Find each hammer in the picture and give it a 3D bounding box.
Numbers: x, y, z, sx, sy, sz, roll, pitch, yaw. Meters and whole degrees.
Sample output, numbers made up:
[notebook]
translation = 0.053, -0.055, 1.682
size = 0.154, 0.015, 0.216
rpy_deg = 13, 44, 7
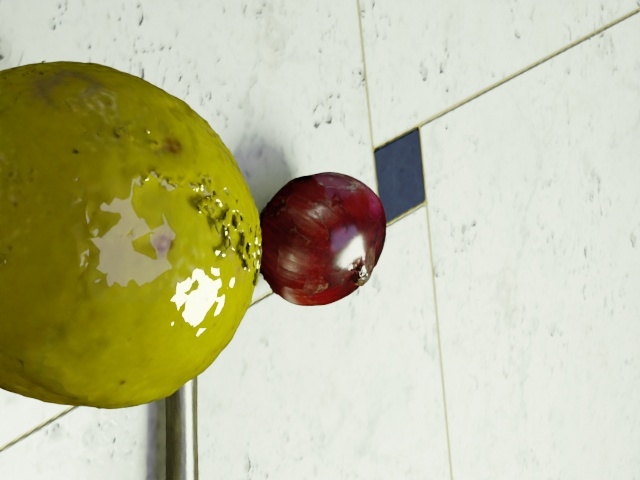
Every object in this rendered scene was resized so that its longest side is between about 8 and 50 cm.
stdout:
[hammer]
translation = -0.120, 0.123, 1.750
size = 0.111, 0.043, 0.365
rpy_deg = -12, 105, -52

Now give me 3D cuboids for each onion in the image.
[onion]
translation = 0.000, 0.000, 1.819
size = 0.131, 0.131, 0.131
rpy_deg = -15, 109, -52

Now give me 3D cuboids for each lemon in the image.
[lemon]
translation = -0.182, -0.003, 1.452
size = 0.310, 0.258, 0.258
rpy_deg = 21, 80, -52
